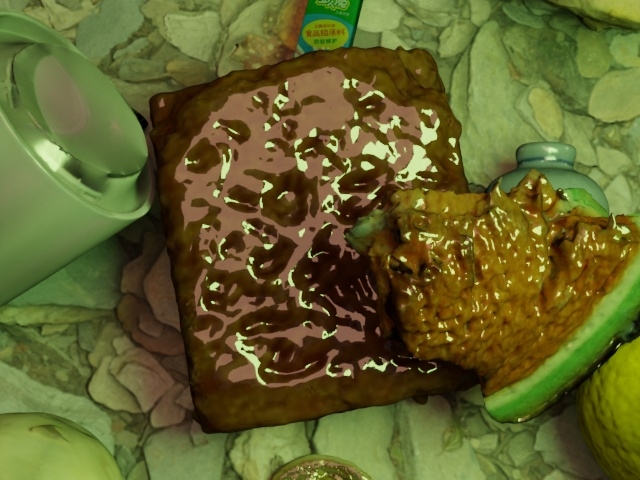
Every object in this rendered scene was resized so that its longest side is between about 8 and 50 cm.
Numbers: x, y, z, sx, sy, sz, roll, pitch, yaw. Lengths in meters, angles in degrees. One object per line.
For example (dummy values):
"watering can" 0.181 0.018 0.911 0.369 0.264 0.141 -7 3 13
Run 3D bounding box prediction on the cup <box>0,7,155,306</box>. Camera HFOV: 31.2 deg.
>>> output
"cup" -0.379 -0.050 1.207 0.371 0.253 0.253 -32 75 18

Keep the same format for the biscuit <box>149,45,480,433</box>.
"biscuit" 0.000 0.000 1.231 0.343 0.166 0.395 -11 88 -1

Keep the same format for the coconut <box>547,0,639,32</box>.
"coconut" 0.357 -0.400 1.272 0.405 0.404 0.404 -1 75 2

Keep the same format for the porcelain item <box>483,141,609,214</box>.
"porcelain item" 0.246 0.022 1.266 0.141 0.141 0.259 1 83 3

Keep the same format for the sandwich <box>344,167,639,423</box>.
"sandwich" 0.155 0.027 1.086 0.301 0.162 0.250 21 115 -29

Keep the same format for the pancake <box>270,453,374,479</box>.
"pancake" 0.001 0.301 1.255 0.140 0.022 0.139 -1 76 3

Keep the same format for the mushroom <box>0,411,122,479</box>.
"mushroom" -0.325 0.347 1.150 0.314 0.314 0.336 -26 96 -4

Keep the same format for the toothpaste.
"toothpaste" -0.005 -0.198 1.374 0.065 0.050 0.266 12 76 5

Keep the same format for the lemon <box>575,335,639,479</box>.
"lemon" 0.394 0.169 1.158 0.267 0.267 0.267 -1 75 2

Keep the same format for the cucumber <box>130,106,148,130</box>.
"cucumber" -0.319 -0.133 1.361 0.193 0.086 0.115 -35 80 1
